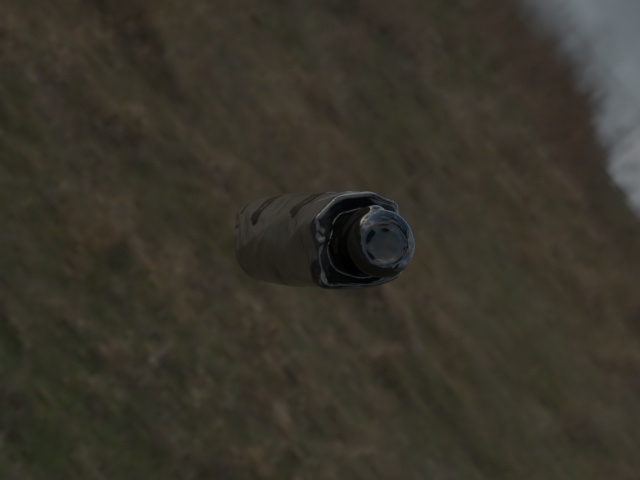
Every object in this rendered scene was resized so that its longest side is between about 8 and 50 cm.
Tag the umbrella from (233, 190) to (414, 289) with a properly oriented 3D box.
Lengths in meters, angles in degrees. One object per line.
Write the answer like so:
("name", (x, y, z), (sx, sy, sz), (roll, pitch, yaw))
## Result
("umbrella", (0.000, 0.000, 1.311), (0.337, 0.073, 0.067), (-175, -110, -78))
